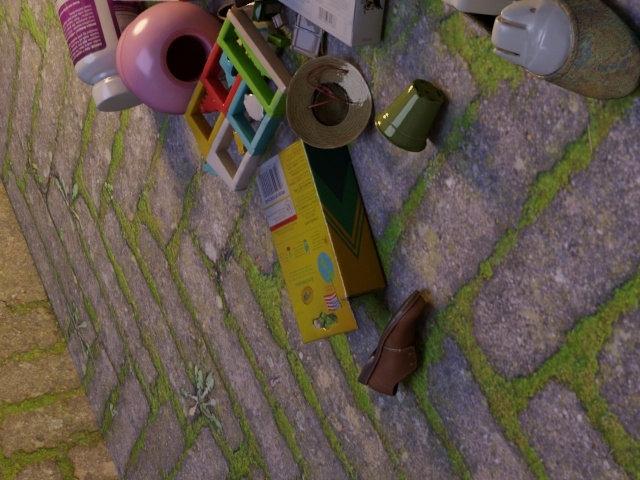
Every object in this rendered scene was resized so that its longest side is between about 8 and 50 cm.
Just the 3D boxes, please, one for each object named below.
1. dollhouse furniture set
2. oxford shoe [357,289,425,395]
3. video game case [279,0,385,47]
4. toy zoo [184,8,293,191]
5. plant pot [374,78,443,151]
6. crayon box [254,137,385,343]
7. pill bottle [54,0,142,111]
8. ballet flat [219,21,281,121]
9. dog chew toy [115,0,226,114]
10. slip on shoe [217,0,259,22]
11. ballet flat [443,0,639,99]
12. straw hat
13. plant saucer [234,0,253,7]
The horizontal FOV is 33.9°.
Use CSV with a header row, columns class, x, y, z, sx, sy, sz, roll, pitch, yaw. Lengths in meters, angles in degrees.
class,x,y,z,sx,sy,sz,roll,pitch,yaw
dollhouse furniture set,-0.038,-0.352,1.718,0.152,0.059,0.076,27,120,30
oxford shoe,0.128,0.161,1.625,0.076,0.076,0.212,31,133,12
video game case,0.008,-0.450,1.557,0.269,0.061,0.244,42,138,44
toy zoo,-0.149,-0.220,1.793,0.192,0.030,0.293,56,137,25
plant pot,0.130,-0.179,1.457,0.083,0.083,0.079,58,134,29
crayon box,0.000,0.000,1.742,0.202,0.081,0.318,-22,82,60
pill bottle,-0.463,-0.438,2.263,0.169,0.169,0.301,-28,77,60
ballet flat,-0.141,-0.293,1.861,0.086,0.086,0.248,61,147,25
dog chew toy,-0.296,-0.348,2.001,0.332,0.207,0.206,-157,58,-65
slip on shoe,-0.136,-0.403,1.844,0.135,0.041,0.051,24,122,54
ballet flat,0.221,-0.269,1.215,0.348,0.123,0.123,53,143,35
straw hat,0.018,-0.211,1.636,0.061,0.145,0.144,15,-122,-80
plant saucer,-0.106,-0.460,1.705,0.168,0.029,0.168,12,-90,-87
